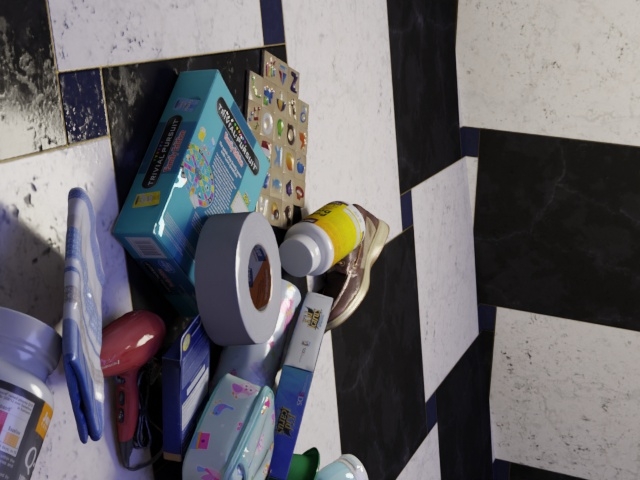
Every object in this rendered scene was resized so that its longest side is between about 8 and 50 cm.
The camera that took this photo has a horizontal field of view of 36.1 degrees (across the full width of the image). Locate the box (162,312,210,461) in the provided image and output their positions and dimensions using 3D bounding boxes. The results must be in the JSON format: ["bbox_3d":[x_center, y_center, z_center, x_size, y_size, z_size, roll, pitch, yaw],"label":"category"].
[{"bbox_3d":[-0.213,0.220,1.570,0.136,0.036,0.225,-59,156,-64],"label":"box"}]

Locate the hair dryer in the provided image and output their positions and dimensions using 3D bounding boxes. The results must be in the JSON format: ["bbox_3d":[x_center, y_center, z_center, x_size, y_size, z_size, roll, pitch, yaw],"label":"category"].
[{"bbox_3d":[-0.281,0.217,1.488,0.293,0.080,0.224,50,45,-56],"label":"hair dryer"}]

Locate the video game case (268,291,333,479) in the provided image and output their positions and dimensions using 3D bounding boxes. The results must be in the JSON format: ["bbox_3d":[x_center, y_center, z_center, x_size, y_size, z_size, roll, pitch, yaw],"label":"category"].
[{"bbox_3d":[-0.048,0.275,1.878,0.244,0.061,0.270,-74,178,-60],"label":"video game case"}]

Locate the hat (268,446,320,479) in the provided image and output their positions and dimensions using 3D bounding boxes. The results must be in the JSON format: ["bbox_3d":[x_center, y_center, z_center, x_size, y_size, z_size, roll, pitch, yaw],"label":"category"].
[{"bbox_3d":[-0.117,0.449,1.938,0.173,0.183,0.208,-65,-168,-22],"label":"hat"}]

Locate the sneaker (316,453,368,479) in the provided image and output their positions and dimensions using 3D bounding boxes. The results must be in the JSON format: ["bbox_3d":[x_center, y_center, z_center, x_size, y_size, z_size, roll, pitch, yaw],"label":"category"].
[{"bbox_3d":[0.017,0.651,2.176,0.150,0.135,0.366,-17,114,-34],"label":"sneaker"}]

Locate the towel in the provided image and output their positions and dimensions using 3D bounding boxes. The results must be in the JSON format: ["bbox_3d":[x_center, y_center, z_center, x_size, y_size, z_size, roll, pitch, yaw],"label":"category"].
[{"bbox_3d":[-0.308,0.095,1.288,0.209,0.034,0.285,95,-11,-48],"label":"towel"}]

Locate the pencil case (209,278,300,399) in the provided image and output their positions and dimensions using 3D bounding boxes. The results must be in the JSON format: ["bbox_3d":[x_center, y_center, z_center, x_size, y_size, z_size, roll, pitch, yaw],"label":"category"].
[{"bbox_3d":[-0.118,0.198,1.822,0.124,0.113,0.273,58,38,-48],"label":"pencil case"}]

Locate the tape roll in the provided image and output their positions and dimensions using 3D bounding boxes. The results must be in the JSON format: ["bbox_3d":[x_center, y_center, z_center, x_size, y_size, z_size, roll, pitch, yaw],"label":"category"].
[{"bbox_3d":[-0.131,0.063,1.611,0.219,0.072,0.219,-3,90,-73],"label":"tape roll"}]

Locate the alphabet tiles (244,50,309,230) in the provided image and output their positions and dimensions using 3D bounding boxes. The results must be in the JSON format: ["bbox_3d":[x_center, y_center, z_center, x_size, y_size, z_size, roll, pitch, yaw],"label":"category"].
[{"bbox_3d":[-0.089,-0.199,2.012,0.285,0.011,0.343,15,77,-66],"label":"alphabet tiles"}]

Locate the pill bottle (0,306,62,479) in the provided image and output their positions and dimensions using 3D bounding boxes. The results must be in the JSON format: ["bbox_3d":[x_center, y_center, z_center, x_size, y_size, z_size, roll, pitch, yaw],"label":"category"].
[{"bbox_3d":[-0.398,0.224,1.118,0.162,0.162,0.279,56,41,-52],"label":"pill bottle"}]

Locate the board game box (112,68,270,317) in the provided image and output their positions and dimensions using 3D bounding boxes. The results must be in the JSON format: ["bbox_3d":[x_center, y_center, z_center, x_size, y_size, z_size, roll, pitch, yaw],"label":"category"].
[{"bbox_3d":[-0.205,-0.077,1.658,0.254,0.079,0.336,62,36,-49],"label":"board game box"}]

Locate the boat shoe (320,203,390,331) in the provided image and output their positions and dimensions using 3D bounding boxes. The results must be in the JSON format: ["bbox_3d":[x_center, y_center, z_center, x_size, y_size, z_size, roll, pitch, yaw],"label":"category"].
[{"bbox_3d":[0.047,0.053,2.235,0.123,0.123,0.342,43,52,-20],"label":"boat shoe"}]

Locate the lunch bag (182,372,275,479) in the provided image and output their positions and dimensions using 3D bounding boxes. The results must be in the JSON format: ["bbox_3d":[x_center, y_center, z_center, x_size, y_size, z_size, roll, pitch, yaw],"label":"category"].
[{"bbox_3d":[-0.154,0.382,1.661,0.279,0.107,0.224,93,14,-48],"label":"lunch bag"}]

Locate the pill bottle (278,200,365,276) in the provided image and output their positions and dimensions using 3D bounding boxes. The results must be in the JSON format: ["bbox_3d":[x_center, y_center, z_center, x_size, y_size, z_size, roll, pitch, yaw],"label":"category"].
[{"bbox_3d":[0.000,0.000,2.071,0.215,0.117,0.117,-35,123,-54],"label":"pill bottle"}]
